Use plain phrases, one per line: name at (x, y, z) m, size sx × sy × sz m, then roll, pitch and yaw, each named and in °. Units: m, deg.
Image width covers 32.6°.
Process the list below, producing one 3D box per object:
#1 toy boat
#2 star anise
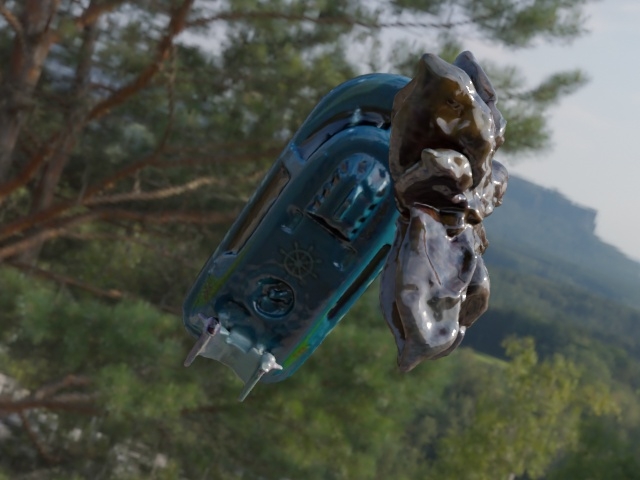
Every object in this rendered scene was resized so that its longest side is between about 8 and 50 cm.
toy boat at (0.000, 0.000, 0.911) m, size 0.134 × 0.299 × 0.092 m, roll 34°, pitch 19°, yaw -7°
star anise at (0.083, -0.024, 0.726) m, size 0.073 × 0.212 × 0.197 m, roll 6°, pitch 18°, yaw 13°
